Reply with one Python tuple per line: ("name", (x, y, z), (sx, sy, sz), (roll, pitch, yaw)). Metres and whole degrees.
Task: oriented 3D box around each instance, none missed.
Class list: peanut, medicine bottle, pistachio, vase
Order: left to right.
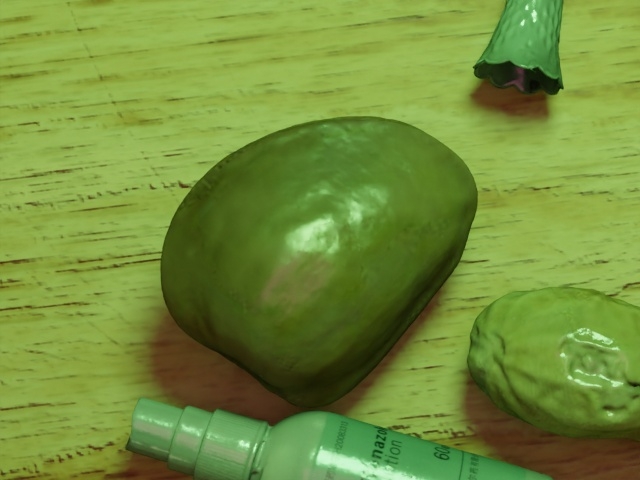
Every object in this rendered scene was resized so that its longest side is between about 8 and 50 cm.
("pistachio", (0.000, 0.000, 1.266), (0.260, 0.163, 0.213), (-48, 112, -8))
("medicine bottle", (0.013, 0.200, 1.269), (0.352, 0.110, 0.110), (16, 85, 2))
("vase", (0.184, -0.207, 1.326), (0.081, 0.081, 0.148), (13, 81, 2))
("peanut", (0.266, 0.111, 1.269), (0.290, 0.130, 0.130), (11, 85, -1))
